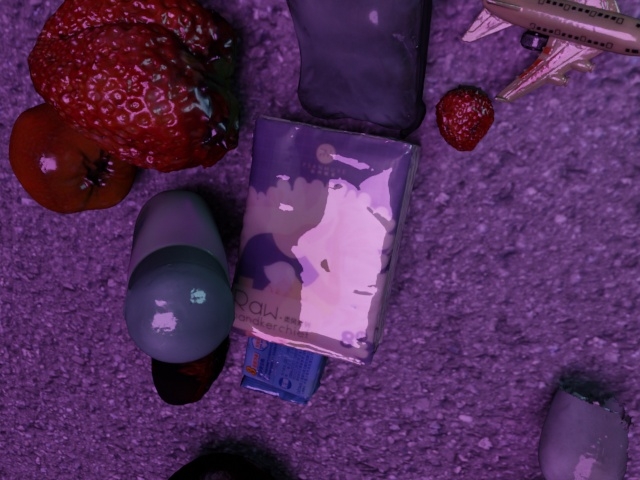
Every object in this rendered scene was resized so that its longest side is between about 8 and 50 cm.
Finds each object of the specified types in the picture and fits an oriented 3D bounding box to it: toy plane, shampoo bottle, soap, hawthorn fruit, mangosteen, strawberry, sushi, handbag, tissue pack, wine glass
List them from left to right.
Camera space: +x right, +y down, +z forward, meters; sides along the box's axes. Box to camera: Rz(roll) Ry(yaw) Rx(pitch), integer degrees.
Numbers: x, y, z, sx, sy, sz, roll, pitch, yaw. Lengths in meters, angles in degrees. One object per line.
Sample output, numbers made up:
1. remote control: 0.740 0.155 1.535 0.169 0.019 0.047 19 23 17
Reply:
1. hawthorn fruit: -0.429 -0.153 0.947 0.226 0.197 0.196 31 122 28
2. strawberry: -0.262 -0.224 0.811 0.289 0.250 0.238 -1 154 -6
3. shampoo bottle: -0.217 0.054 0.859 0.151 0.349 0.221 6 108 -17
4. sushi: -0.248 0.202 1.083 0.136 0.126 0.225 17 113 10
5. mangosteen: -0.206 0.619 1.188 0.307 0.306 0.347 11 148 12
6. soap: -0.051 0.163 1.027 0.156 0.077 0.293 19 118 9
7. tissue pack: 0.000 0.000 0.860 0.243 0.125 0.343 12 100 12
8. handbag: 0.047 -0.278 0.734 0.192 0.075 0.332 11 141 16
9. strawberry: 0.203 -0.172 0.791 0.083 0.083 0.096 -2 124 18
10. wine glass: 0.406 0.403 0.914 0.144 0.143 0.320 14 95 10
11. toy plane: 0.311 -0.274 0.700 0.244 0.092 0.228 18 116 8
